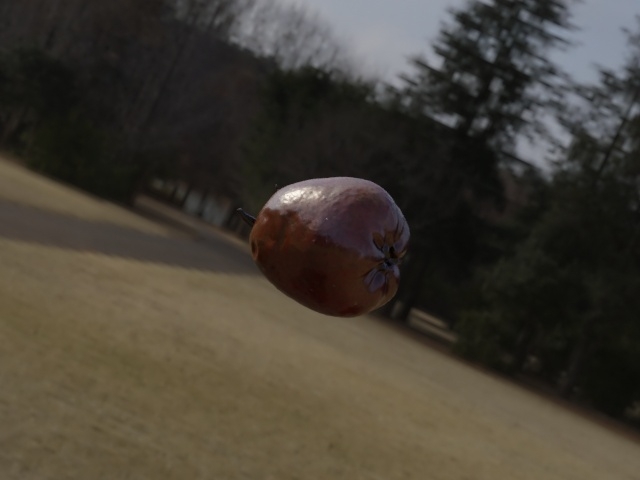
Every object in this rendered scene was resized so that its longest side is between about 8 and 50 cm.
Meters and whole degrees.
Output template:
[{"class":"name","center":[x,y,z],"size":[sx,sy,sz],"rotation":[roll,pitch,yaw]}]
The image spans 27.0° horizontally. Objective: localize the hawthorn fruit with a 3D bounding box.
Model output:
[{"class":"hawthorn fruit","center":[0.000,0.000,0.759],"size":[0.093,0.081,0.081],"rotation":[15,-3,28]}]
